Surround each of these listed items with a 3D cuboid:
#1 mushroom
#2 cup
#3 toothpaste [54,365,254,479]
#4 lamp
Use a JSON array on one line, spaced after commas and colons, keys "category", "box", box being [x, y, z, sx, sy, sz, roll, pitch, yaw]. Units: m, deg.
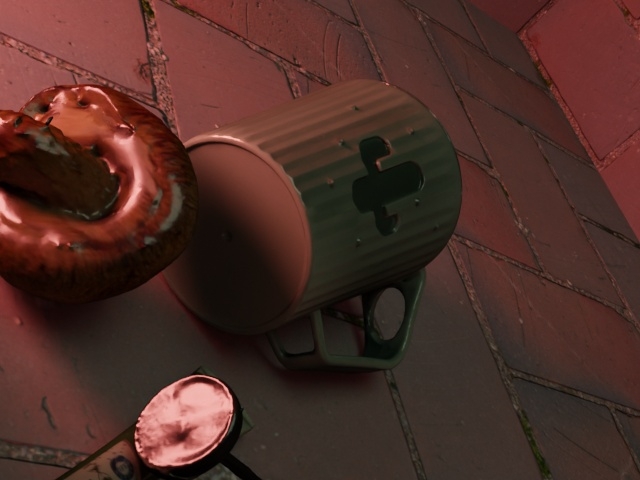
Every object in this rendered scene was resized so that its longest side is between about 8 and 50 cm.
[{"category": "mushroom", "box": [-0.284, -0.060, 1.100, 0.283, 0.195, 0.263, 36, 67, -11]}, {"category": "cup", "box": [0.013, -0.017, 1.338, 0.401, 0.310, 0.392, 50, 34, 11]}, {"category": "toothpaste", "box": [-0.192, 0.230, 1.006, 0.098, 0.061, 0.392, 49, 26, 7]}, {"category": "lamp", "box": [-0.034, 0.259, 1.060, 0.371, 0.108, 0.130, 39, 32, -36]}]
